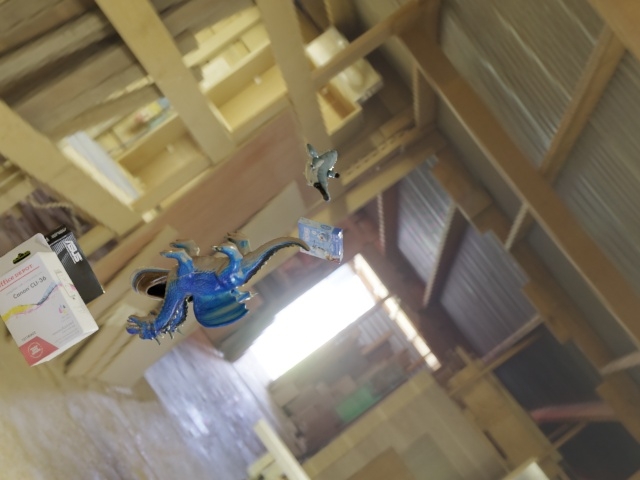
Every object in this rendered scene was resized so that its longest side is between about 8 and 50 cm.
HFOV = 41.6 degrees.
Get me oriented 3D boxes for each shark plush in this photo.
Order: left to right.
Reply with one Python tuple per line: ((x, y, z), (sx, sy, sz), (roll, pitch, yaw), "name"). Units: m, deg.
((0.007, -0.137, 1.646), (0.161, 0.067, 0.073), (-102, -163, -63), "shark plush")

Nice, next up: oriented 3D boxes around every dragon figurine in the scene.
((-0.141, 0.068, 1.198), (0.085, 0.289, 0.144), (-70, 151, -72), "dragon figurine")

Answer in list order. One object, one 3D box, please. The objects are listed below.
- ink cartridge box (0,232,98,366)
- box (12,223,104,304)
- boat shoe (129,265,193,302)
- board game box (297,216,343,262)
((-0.481, 0.097, 1.423), (0.198, 0.115, 0.067), (58, 7, 4), "ink cartridge box")
((-0.554, 0.086, 1.701), (0.045, 0.184, 0.190), (41, -25, 39), "box")
((-0.242, 0.084, 1.495), (0.066, 0.183, 0.066), (39, -56, 50), "boat shoe")
((0.000, 0.000, 1.692), (0.090, 0.020, 0.090), (17, -38, 18), "board game box")
